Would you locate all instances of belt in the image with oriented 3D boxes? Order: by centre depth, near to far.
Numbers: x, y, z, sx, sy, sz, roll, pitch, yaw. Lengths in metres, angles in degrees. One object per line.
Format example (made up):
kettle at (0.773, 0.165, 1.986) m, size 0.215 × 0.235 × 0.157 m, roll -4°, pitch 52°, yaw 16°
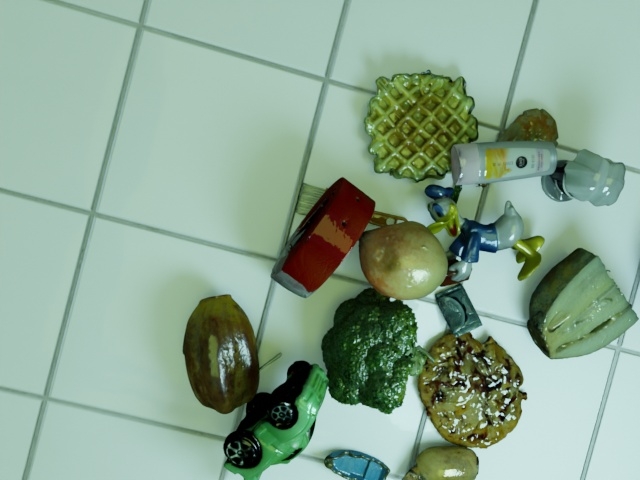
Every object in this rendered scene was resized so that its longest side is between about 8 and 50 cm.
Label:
belt at (0.000, 0.000, 1.623) m, size 0.115 × 0.227 × 0.324 m, roll 35°, pitch 99°, yaw -10°

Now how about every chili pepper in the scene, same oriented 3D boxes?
chili pepper at (0.347, -0.107, 1.754) m, size 0.118 × 0.035 × 0.055 m, roll -37°, pitch 112°, yaw 1°

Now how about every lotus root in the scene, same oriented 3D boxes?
lotus root at (-0.259, 0.281, 1.653) m, size 0.193 × 0.193 × 0.291 m, roll -7°, pitch 96°, yaw -5°
lotus root at (0.326, 0.621, 1.749) m, size 0.220 × 0.118 × 0.125 m, roll -7°, pitch 77°, yaw -6°
lotus root at (0.675, 0.193, 1.751) m, size 0.260 × 0.149 × 0.267 m, roll -42°, pitch 114°, yaw 2°

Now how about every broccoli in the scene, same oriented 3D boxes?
broccoli at (0.155, 0.285, 1.657) m, size 0.283 × 0.303 × 0.321 m, roll 20°, pitch 93°, yaw -37°

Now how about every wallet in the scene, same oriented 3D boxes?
wallet at (0.375, 0.189, 1.755) m, size 0.088 × 0.026 × 0.129 m, roll -23°, pitch 73°, yaw -4°

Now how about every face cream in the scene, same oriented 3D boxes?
face cream at (0.473, -0.204, 1.680) m, size 0.269 × 0.073 × 0.107 m, roll -4°, pitch 98°, yaw -7°

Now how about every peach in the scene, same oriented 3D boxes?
peach at (0.192, 0.039, 1.587) m, size 0.232 × 0.232 × 0.233 m, roll 0°, pitch 93°, yaw -6°

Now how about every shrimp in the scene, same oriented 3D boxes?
shrimp at (0.532, -0.236, 1.755) m, size 0.294 × 0.062 × 0.154 m, roll -40°, pitch 102°, yaw -4°

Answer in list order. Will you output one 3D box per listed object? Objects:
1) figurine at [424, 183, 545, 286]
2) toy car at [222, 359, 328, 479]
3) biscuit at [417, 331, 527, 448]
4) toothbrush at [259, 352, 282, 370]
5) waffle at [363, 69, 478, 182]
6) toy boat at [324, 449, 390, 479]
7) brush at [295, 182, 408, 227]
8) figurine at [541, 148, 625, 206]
figurine at (0.385, -0.013, 1.707) m, size 0.283 × 0.204 × 0.338 m, roll -44°, pitch 95°, yaw 13°
toy car at (-0.106, 0.468, 1.617) m, size 0.176 × 0.213 × 0.358 m, roll 45°, pitch 111°, yaw -5°
biscuit at (0.418, 0.410, 1.765) m, size 0.289 × 0.081 × 0.334 m, roll -34°, pitch 97°, yaw -2°
toothbrush at (-0.167, 0.355, 1.736) m, size 0.162 × 0.014 × 0.017 m, roll -37°, pitch 115°, yaw -4°
waffle at (0.267, -0.302, 1.719) m, size 0.317 × 0.073 × 0.297 m, roll -2°, pitch 92°, yaw -8°
toy boat at (0.096, 0.614, 1.742) m, size 0.185 × 0.077 × 0.075 m, roll 21°, pitch 91°, yaw -6°
brush at (0.093, -0.076, 1.741) m, size 0.314 × 0.017 × 0.090 m, roll 14°, pitch 94°, yaw -7°
figurine at (0.695, -0.155, 1.685) m, size 0.176 × 0.236 × 0.133 m, roll 16°, pitch 90°, yaw -5°
